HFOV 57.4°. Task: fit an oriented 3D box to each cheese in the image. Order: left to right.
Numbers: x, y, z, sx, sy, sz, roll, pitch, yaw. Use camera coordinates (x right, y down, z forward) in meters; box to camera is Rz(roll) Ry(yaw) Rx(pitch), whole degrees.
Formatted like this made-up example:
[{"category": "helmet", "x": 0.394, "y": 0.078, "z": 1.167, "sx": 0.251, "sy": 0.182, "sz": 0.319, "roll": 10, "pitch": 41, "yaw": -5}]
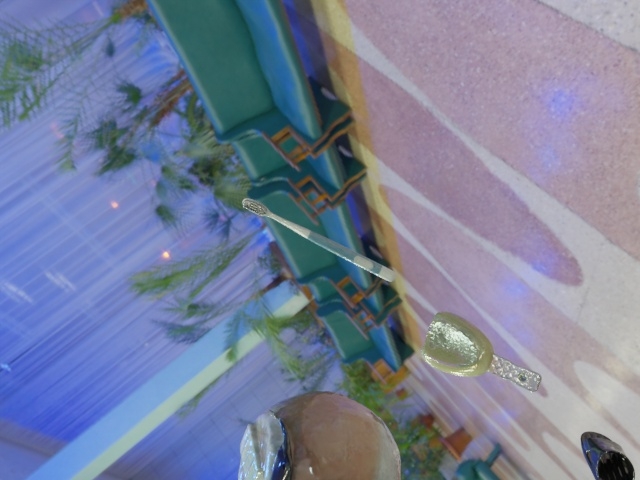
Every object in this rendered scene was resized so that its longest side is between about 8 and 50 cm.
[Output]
[{"category": "cheese", "x": 0.253, "y": 0.184, "z": 0.923, "sx": 0.192, "sy": 0.096, "sz": 0.037, "roll": 21, "pitch": -174, "yaw": 36}]

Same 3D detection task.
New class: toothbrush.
[{"category": "toothbrush", "x": 0.000, "y": 0.000, "z": 0.931, "sx": 0.276, "sy": 0.019, "sz": 0.025, "roll": 27, "pitch": -176, "yaw": -7}]

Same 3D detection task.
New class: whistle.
[{"category": "whistle", "x": 0.014, "y": 0.286, "z": 0.574, "sx": 0.189, "sy": 0.189, "sz": 0.347, "roll": 58, "pitch": -172, "yaw": -32}]

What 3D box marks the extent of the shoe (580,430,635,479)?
[{"category": "shoe", "x": 0.432, "y": 0.334, "z": 0.857, "sx": 0.159, "sy": 0.062, "sz": 0.053, "roll": -78, "pitch": -8, "yaw": -56}]
